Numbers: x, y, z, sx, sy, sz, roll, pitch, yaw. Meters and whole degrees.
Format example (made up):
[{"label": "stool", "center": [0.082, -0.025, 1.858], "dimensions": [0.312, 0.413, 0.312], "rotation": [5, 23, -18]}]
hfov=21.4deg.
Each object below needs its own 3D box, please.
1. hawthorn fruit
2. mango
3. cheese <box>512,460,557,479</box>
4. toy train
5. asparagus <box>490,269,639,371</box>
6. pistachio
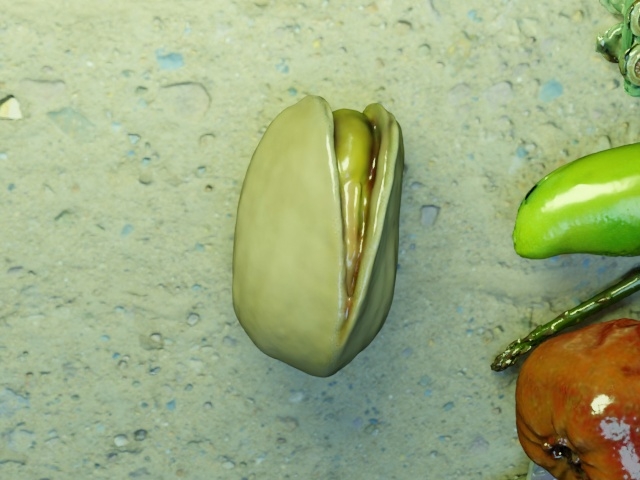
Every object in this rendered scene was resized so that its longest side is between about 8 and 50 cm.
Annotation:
[{"label": "hawthorn fruit", "center": [0.340, 0.168, 1.870], "dimensions": [0.243, 0.207, 0.207], "rotation": [-44, 130, -28]}, {"label": "mango", "center": [0.310, -0.036, 1.765], "dimensions": [0.233, 0.111, 0.125], "rotation": [-22, 120, 6]}, {"label": "cheese", "center": [0.264, 0.321, 2.016], "dimensions": [0.163, 0.082, 0.286], "rotation": [-4, 118, -10]}, {"label": "toy train", "center": [0.342, -0.236, 1.660], "dimensions": [0.125, 0.081, 0.194], "rotation": [-10, 123, -16]}, {"label": "asparagus", "center": [0.295, 0.080, 1.892], "dimensions": [0.248, 0.025, 0.024], "rotation": [-31, 166, 10]}, {"label": "pistachio", "center": [0.000, 0.000, 1.679], "dimensions": [0.166, 0.197, 0.288], "rotation": [1, 112, -15]}]
